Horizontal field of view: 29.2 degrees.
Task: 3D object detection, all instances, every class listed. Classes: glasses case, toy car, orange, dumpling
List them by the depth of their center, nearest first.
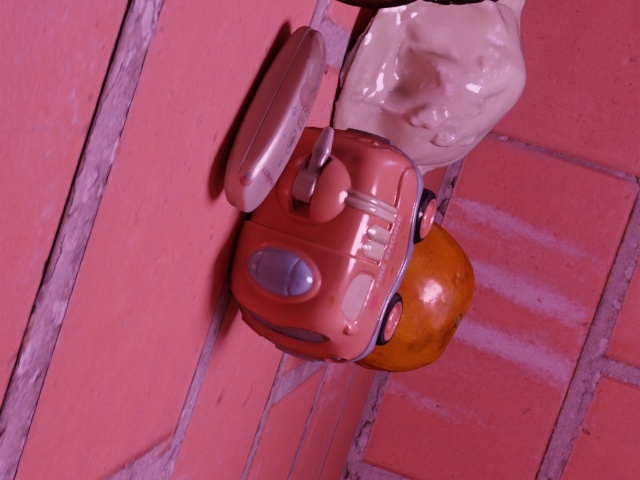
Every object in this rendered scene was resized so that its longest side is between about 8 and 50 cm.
[{"bbox_3d":[-0.043,-0.121,1.212,0.081,0.051,0.204,90,22,-66],"label":"glasses case"},{"bbox_3d":[0.000,0.000,1.366,0.212,0.180,0.270,20,89,-70],"label":"toy car"},{"bbox_3d":[0.129,-0.229,1.668,0.315,0.233,0.395,5,123,-47],"label":"dumpling"},{"bbox_3d":[0.114,0.080,1.935,0.261,0.261,0.261,20,90,-80],"label":"orange"}]

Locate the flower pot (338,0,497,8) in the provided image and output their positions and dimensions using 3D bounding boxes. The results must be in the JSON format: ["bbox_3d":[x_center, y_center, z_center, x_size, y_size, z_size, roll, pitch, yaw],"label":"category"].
[{"bbox_3d":[0.093,-0.319,1.052,0.267,0.266,0.267,-36,146,-54],"label":"flower pot"}]
